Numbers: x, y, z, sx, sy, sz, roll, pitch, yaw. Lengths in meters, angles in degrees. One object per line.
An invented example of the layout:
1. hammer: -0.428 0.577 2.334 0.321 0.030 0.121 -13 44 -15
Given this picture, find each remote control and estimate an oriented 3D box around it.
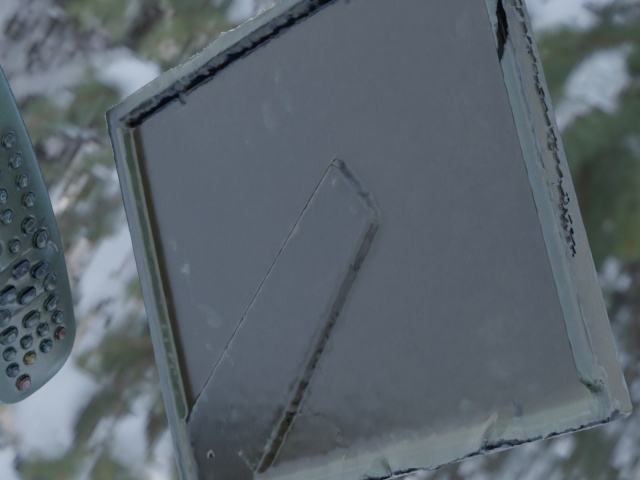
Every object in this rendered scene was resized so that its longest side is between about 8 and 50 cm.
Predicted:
1. remote control: -0.181 -0.005 0.914 0.042 0.072 0.222 21 -46 34

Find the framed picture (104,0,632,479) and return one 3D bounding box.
1. framed picture: 0.000 0.000 0.679 0.019 0.209 0.281 -7 -10 -37
